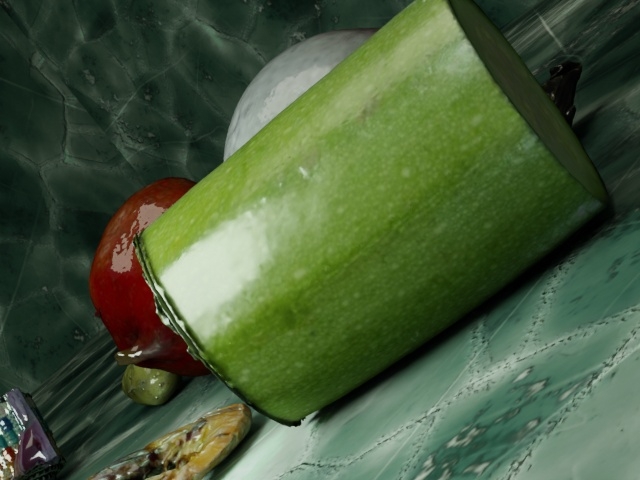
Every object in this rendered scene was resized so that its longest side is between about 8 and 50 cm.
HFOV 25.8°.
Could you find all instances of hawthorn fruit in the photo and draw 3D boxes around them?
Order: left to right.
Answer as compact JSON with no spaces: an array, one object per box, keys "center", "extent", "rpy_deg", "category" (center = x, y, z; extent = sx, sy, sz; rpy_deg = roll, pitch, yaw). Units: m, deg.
[{"center":[-0.185,0.053,2.004],"extent":[0.295,0.295,0.311],"rpy_deg":[-38,20,8],"category":"hawthorn fruit"}]

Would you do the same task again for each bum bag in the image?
[{"center":[0.261,-0.131,1.668],"extent":[0.102,0.069,0.248],"rpy_deg":[-61,0,36],"category":"bum bag"}]

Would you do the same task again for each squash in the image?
[{"center":[0.045,-0.022,1.303],"extent":[0.384,0.263,0.263],"rpy_deg":[-38,7,17],"category":"squash"}]

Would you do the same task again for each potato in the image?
[{"center":[-0.257,0.209,2.145],"extent":[0.105,0.085,0.188],"rpy_deg":[-65,13,-21],"category":"potato"}]

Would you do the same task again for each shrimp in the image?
[{"center":[-0.182,0.265,1.463],"extent":[0.289,0.075,0.178],"rpy_deg":[-27,5,-21],"category":"shrimp"}]

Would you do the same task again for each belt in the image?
[{"center":[-0.514,0.370,2.143],"extent":[0.295,0.160,0.207],"rpy_deg":[-36,-11,6],"category":"belt"}]

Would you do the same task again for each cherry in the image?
[{"center":[0.043,-0.108,1.647],"extent":[0.326,0.291,0.335],"rpy_deg":[-21,26,-4],"category":"cherry"}]
